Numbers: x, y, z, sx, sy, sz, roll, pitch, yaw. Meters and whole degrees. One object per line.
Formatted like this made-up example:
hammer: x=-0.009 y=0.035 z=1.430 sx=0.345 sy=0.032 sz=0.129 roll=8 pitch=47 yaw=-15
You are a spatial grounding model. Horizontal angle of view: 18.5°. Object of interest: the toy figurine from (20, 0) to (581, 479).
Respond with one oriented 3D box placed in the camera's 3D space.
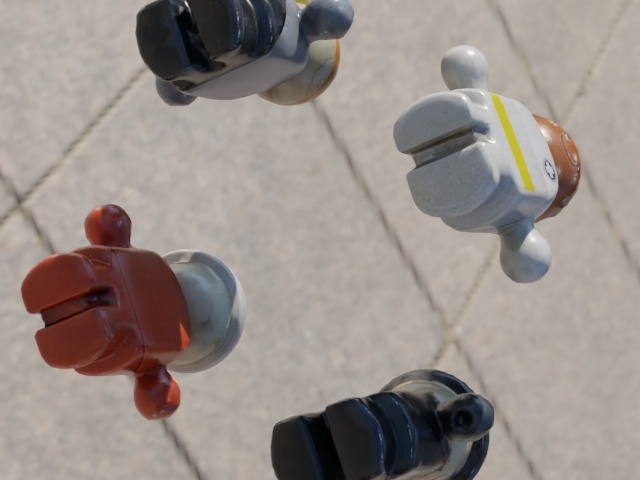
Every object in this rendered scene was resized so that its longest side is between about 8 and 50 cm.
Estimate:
toy figurine: x=0.000 y=0.000 z=0.871 sx=0.148 sy=0.213 sz=0.209 roll=6 pitch=107 yaw=-66
